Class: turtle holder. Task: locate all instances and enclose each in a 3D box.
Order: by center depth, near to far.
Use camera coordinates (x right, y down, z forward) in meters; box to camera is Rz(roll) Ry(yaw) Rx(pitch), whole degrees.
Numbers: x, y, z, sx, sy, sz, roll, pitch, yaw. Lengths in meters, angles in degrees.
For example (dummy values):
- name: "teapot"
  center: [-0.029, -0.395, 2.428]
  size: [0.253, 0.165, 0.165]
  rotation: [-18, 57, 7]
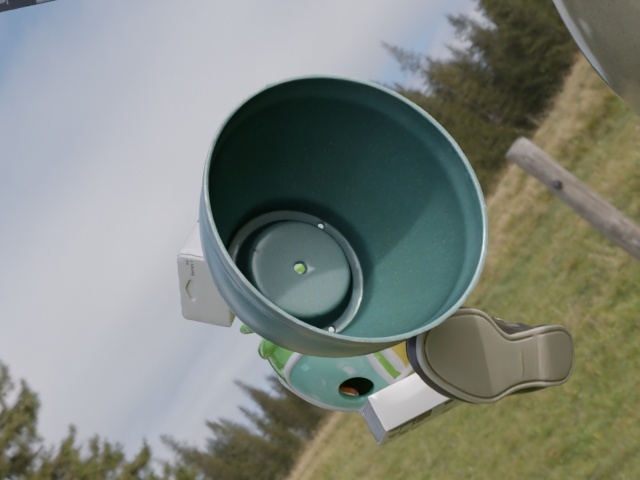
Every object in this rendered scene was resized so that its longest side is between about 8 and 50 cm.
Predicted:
- name: "turtle holder"
  center: [0.062, 0.122, 1.466]
  size: [0.320, 0.227, 0.243]
  rotation: [-42, -9, 4]

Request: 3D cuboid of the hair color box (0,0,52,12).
- name: "hair color box"
  center: [-0.407, -0.444, 1.368]
  size: [0.113, 0.375, 0.185]
  rotation: [-42, -56, -56]

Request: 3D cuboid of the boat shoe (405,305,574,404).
- name: "boat shoe"
  center: [0.192, 0.142, 1.147]
  size: [0.335, 0.096, 0.112]
  rotation: [9, -101, -47]

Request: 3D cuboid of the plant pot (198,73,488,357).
- name: "plant pot"
  center: [0.000, 0.000, 0.990]
  size: [0.293, 0.293, 0.196]
  rotation: [-52, 0, -32]

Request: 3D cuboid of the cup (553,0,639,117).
- name: "cup"
  center: [0.366, -0.307, 0.972]
  size: [0.331, 0.237, 0.331]
  rotation: [-46, 30, 37]

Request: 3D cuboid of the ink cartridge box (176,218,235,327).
- name: "ink cartridge box"
  center: [-0.167, 0.022, 1.654]
  size: [0.219, 0.093, 0.160]
  rotation: [-68, -16, -47]

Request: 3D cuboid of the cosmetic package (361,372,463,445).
- name: "cosmetic package"
  center: [0.181, 0.210, 1.351]
  size: [0.239, 0.060, 0.099]
  rotation: [-24, -19, -13]
